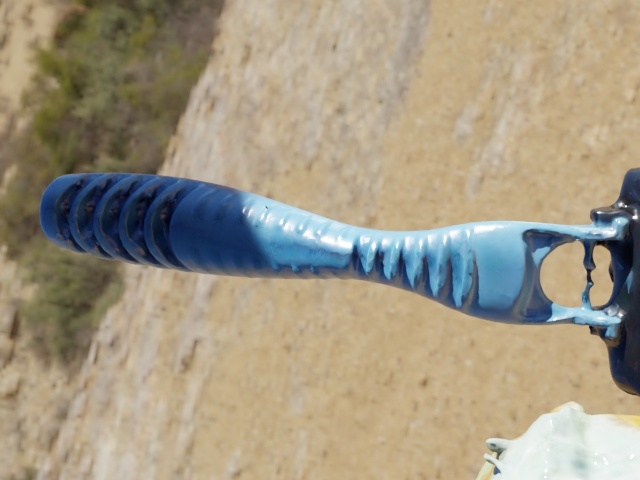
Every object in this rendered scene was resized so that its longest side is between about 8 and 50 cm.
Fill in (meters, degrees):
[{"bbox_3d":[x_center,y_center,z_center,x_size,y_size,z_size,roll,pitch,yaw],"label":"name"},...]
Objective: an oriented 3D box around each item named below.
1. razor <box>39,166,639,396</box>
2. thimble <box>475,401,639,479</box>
[{"bbox_3d":[0.000,0.000,0.506,0.253,0.042,0.082,8,101,29],"label":"razor"},{"bbox_3d":[0.197,0.245,0.885,0.254,0.288,0.167,-12,35,24],"label":"thimble"}]
